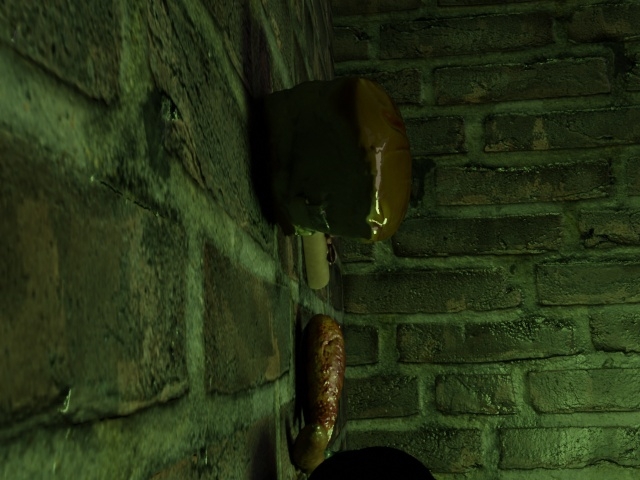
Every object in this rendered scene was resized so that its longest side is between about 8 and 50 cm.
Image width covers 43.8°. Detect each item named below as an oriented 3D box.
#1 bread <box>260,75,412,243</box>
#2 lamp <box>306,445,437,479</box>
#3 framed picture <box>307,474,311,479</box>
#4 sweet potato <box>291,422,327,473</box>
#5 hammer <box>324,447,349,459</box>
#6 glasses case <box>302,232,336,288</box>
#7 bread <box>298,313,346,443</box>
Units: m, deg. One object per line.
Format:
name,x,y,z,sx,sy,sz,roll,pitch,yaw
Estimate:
bread,0.024,-0.112,1.195,0.279,0.224,0.250,-29,115,-80
lamp,0.042,0.417,1.056,0.305,0.239,0.305,-46,-153,31
framed picture,-0.010,0.572,1.648,0.184,0.016,0.250,72,15,-71
sweet potato,-0.021,0.372,1.390,0.051,0.065,0.218,53,-23,27
hammer,0.039,0.582,1.678,0.033,0.111,0.288,81,16,-57
glasses case,0.000,0.000,1.760,0.102,0.070,0.194,-88,174,-56
bread,0.006,0.270,1.524,0.139,0.095,0.269,84,0,-56
